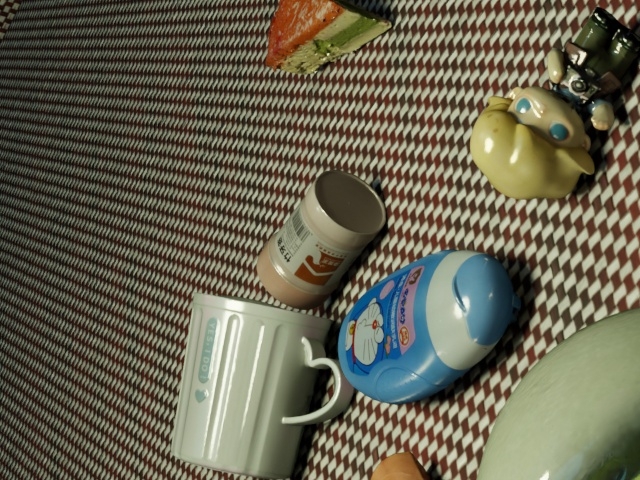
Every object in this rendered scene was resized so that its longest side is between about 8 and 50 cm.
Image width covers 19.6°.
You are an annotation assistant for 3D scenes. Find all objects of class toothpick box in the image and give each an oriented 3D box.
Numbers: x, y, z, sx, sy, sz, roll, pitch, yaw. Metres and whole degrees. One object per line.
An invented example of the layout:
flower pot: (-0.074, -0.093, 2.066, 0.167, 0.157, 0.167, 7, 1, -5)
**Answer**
toothpick box: (0.000, 0.000, 2.186, 0.149, 0.098, 0.098, -53, 31, 39)

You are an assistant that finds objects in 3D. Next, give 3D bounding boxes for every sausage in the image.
sausage: (0.101, 0.281, 1.839, 0.065, 0.065, 0.169, -65, 25, 20)

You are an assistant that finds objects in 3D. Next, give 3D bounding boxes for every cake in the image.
cake: (0.012, -0.294, 2.358, 0.220, 0.086, 0.117, -31, 51, 59)

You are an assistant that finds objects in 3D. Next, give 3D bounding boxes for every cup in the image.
cup: (-0.077, 0.173, 2.173, 0.221, 0.166, 0.202, -176, 97, -69)

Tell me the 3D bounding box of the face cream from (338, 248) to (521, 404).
face cream: (0.113, 0.087, 1.901, 0.264, 0.083, 0.149, -30, 52, 58)

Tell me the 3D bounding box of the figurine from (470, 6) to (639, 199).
figurine: (0.230, -0.124, 1.764, 0.196, 0.114, 0.108, -50, 8, 24)

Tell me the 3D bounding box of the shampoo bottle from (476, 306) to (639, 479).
shampoo bottle: (0.258, 0.201, 1.211, 0.317, 0.322, 0.322, -110, 41, -67)
